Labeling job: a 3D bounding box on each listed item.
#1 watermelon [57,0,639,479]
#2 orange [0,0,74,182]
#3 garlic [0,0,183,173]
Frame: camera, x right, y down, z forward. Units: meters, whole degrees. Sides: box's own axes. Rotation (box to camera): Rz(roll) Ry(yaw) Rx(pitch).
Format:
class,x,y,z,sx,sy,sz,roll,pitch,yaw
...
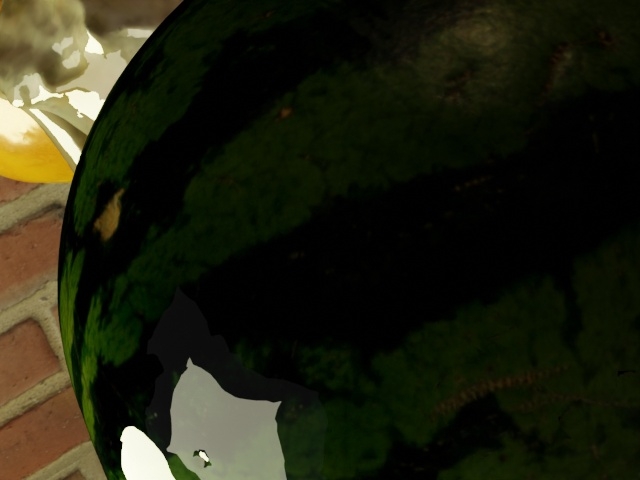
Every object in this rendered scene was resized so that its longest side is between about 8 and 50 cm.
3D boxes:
class,x,y,z,sx,sy,sz,roll,pitch,yaw
watermelon,0.057,0.024,0.485,0.285,0.285,0.285,55,167,19
orange,-0.167,-0.151,1.054,0.240,0.240,0.240,55,167,19
garlic,0.000,0.000,0.772,0.231,0.246,0.340,23,133,48
